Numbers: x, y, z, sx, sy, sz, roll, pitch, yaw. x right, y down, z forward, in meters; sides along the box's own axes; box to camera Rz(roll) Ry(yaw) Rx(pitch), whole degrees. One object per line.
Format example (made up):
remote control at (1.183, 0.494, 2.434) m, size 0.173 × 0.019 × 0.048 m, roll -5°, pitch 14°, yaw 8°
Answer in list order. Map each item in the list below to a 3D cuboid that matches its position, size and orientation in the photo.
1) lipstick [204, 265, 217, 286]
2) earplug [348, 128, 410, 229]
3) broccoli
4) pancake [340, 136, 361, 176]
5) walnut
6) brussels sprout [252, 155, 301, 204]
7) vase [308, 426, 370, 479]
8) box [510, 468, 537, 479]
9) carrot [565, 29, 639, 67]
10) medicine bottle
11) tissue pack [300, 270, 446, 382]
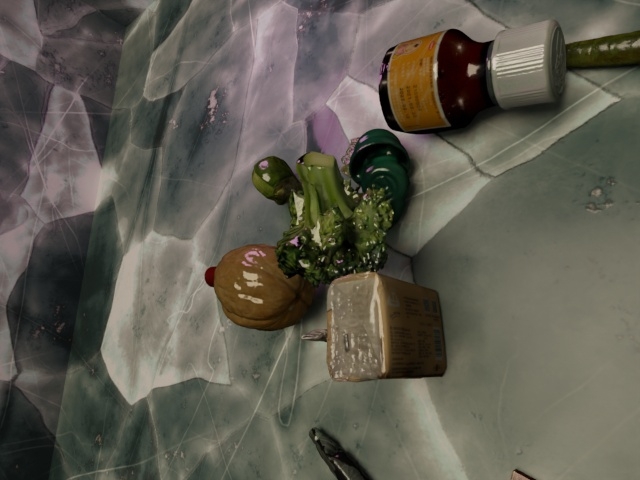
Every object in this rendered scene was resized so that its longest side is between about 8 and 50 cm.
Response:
lipstick at (-0.312, 0.119, 1.541) m, size 0.241 × 0.080 × 0.080 m, roll -10°, pitch 71°, yaw 38°
earplug at (0.160, -0.172, 1.207) m, size 0.164 × 0.257 × 0.280 m, roll 1°, pitch 56°, yaw 4°
broccoli at (0.035, -0.039, 1.035) m, size 0.277 × 0.317 × 0.338 m, roll -3°, pitch 61°, yaw 9°
pancake at (0.114, -0.254, 1.327) m, size 0.116 × 0.022 × 0.129 m, roll 30°, pitch 97°, yaw 39°
walnut at (-0.169, 0.135, 1.278) m, size 0.313 × 0.277 × 0.252 m, roll 8°, pitch 92°, yaw 40°
brussels sprout at (-0.148, -0.200, 1.423) m, size 0.145 × 0.183 × 0.131 m, roll 41°, pitch 101°, yaw 19°
vase at (0.041, 0.563, 1.117) m, size 0.211 × 0.060 × 0.060 m, roll 35°, pitch 100°, yaw 40°
box at (0.413, 0.494, 0.847) m, size 0.082 × 0.023 × 0.051 m, roll 16°, pitch 89°, yaw 42°
carrot at (0.641, -0.399, 0.891) m, size 0.358 × 0.074 × 0.074 m, roll 9°, pitch 83°, yaw 43°
medicine bottle at (0.353, -0.383, 1.030) m, size 0.395 × 0.242 × 0.242 m, roll 3°, pitch 79°, yaw 36°
tissue pack at (0.123, 0.208, 0.988) m, size 0.238 × 0.305 × 0.238 m, roll -11°, pitch 71°, yaw 35°
